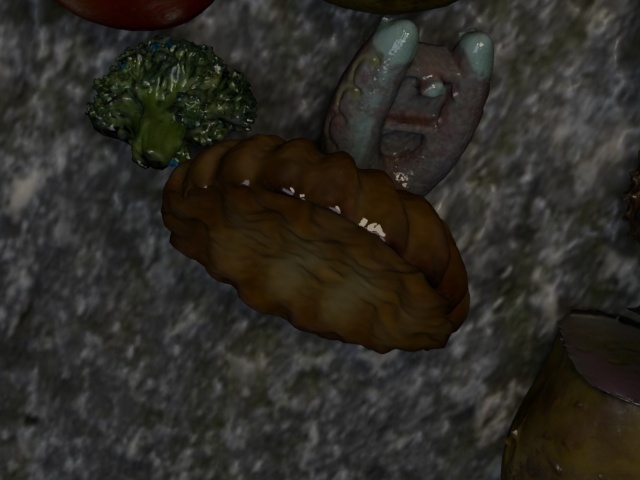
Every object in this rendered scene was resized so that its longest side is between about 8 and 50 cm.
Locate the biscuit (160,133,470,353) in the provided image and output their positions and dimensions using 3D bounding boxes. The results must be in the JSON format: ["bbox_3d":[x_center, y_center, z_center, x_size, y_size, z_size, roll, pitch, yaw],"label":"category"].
[{"bbox_3d":[0.000,0.000,1.252,0.326,0.325,0.107,26,68,1],"label":"biscuit"}]

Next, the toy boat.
[{"bbox_3d":[0.085,-0.111,1.235,0.155,0.085,0.227,3,136,-25],"label":"toy boat"}]

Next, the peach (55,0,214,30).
[{"bbox_3d":[-0.170,-0.312,1.197,0.244,0.199,0.243,2,117,3],"label":"peach"}]

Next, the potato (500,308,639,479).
[{"bbox_3d":[0.295,0.227,1.300,0.229,0.229,0.266,16,116,5],"label":"potato"}]

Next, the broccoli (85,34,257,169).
[{"bbox_3d":[-0.156,-0.128,1.282,0.167,0.160,0.154,24,140,-9],"label":"broccoli"}]

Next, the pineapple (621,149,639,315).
[{"bbox_3d":[0.339,0.007,1.124,0.166,0.364,0.165,6,112,15],"label":"pineapple"}]

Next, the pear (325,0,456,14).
[{"bbox_3d":[0.082,-0.305,1.146,0.211,0.228,0.188,0,72,6],"label":"pear"}]
